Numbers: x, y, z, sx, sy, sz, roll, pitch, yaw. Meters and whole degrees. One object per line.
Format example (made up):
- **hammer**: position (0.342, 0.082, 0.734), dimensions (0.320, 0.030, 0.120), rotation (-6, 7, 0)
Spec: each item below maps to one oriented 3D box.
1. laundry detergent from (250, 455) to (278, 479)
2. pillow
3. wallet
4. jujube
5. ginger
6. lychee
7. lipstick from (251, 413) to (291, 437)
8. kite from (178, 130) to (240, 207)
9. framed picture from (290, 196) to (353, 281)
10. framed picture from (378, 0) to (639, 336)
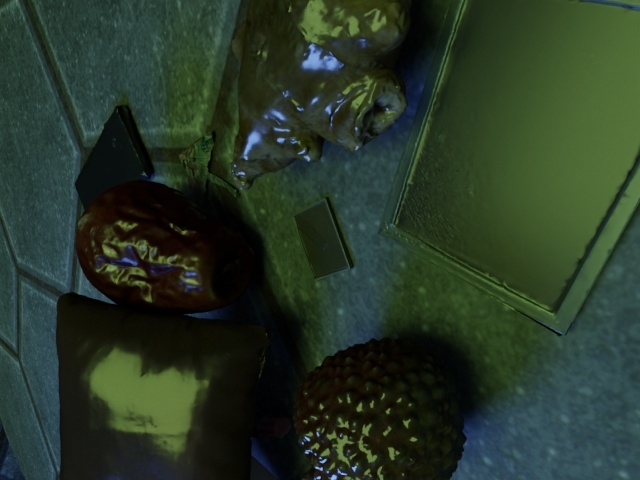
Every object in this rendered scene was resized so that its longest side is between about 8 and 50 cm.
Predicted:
- **laundry detergent**: position (-0.120, 0.379, 0.656), dimensions (0.335, 0.088, 0.158), rotation (31, 116, 20)
- **pillow**: position (-0.214, 0.236, 0.586), dimensions (0.306, 0.108, 0.307), rotation (7, 98, 16)
- **wallet**: position (-0.407, -0.117, 0.875), dimensions (0.285, 0.030, 0.145), rotation (-33, 81, 41)
- **jujube**: position (-0.218, 0.017, 0.639), dimensions (0.256, 0.190, 0.189), rotation (15, 111, 32)
- **ginger**: position (-0.013, -0.156, 0.442), dimensions (0.219, 0.123, 0.270), rotation (47, 137, 28)
- **lychee**: position (0.049, 0.183, 0.437), dimensions (0.165, 0.165, 0.197), rotation (42, 98, 27)
- **lipstick**: position (-0.132, 0.288, 0.719), dimensions (0.234, 0.054, 0.053), rotation (-19, 88, 39)
- **kite**: position (-0.169, -0.098, 0.675), dimensions (0.157, 0.011, 0.138), rotation (32, 124, 34)
- **framed picture**: position (0.000, 0.000, 0.543), dimensions (0.066, 0.007, 0.089), rotation (-25, 83, 44)
- **framed picture**: position (0.159, -0.075, 0.371), dimensions (0.197, 0.014, 0.252), rotation (32, 121, 33)
